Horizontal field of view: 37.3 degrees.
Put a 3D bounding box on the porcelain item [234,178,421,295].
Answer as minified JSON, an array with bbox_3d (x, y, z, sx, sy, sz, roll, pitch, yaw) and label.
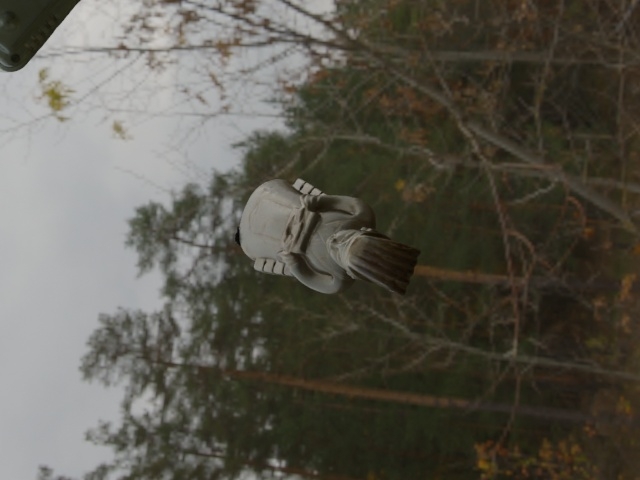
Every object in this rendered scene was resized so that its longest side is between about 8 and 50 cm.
[{"bbox_3d":[0.000,0.000,0.713,0.213,0.054,0.084,21,92,63],"label":"porcelain item"}]

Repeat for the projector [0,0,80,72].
[{"bbox_3d":[-0.275,-0.275,0.706,0.192,0.257,0.099,-52,23,-7],"label":"projector"}]
